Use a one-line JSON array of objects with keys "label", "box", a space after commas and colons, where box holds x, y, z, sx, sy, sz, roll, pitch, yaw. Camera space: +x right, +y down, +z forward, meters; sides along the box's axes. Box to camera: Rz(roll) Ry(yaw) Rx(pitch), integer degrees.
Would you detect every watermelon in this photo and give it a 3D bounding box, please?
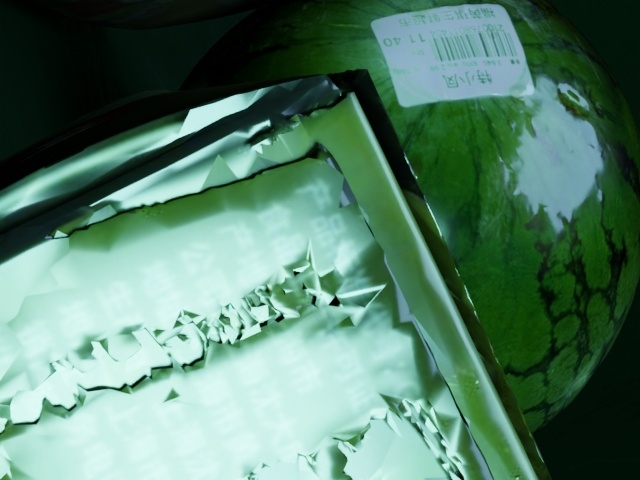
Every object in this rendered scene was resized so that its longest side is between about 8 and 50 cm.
[{"label": "watermelon", "box": [0.047, -0.009, 1.086, 0.363, 0.363, 0.363, -15, 90, -83]}]

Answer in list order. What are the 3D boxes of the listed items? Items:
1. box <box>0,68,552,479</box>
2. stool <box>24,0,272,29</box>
[{"label": "box", "box": [0.001, 0.153, 0.577, 0.420, 0.138, 0.373, 65, -7, -8]}, {"label": "stool", "box": [-0.048, -0.275, 1.003, 0.310, 0.310, 0.226, -13, 88, -86]}]
